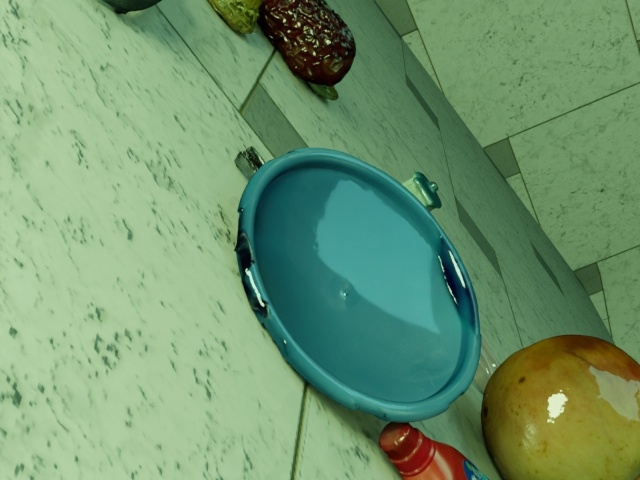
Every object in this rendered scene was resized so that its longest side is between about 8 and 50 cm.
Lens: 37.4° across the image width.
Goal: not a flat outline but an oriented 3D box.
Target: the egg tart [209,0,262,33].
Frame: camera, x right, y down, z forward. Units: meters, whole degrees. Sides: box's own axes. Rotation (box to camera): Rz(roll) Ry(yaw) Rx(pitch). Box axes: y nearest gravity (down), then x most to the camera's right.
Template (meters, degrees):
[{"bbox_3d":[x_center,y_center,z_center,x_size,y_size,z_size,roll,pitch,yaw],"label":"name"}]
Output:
[{"bbox_3d":[-0.106,-0.303,1.116,0.130,0.052,0.130,53,17,-23],"label":"egg tart"}]

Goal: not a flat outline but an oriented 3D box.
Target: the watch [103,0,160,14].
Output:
[{"bbox_3d":[-0.194,-0.291,0.799,0.206,0.068,0.193,58,15,1],"label":"watch"}]

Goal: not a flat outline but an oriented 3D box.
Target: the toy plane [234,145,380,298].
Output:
[{"bbox_3d":[0.001,0.000,0.830,0.197,0.053,0.078,59,28,10],"label":"toy plane"}]

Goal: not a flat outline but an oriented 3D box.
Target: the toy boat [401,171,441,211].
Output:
[{"bbox_3d":[0.096,-0.022,1.064,0.088,0.102,0.215,63,16,15],"label":"toy boat"}]

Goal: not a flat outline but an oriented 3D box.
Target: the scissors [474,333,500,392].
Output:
[{"bbox_3d":[0.163,0.081,1.187,0.242,0.030,0.118,61,15,9],"label":"scissors"}]

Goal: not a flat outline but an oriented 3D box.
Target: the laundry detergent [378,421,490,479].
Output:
[{"bbox_3d":[0.102,0.202,0.732,0.165,0.049,0.097,46,22,-24],"label":"laundry detergent"}]

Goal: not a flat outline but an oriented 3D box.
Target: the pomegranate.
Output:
[{"bbox_3d":[0.258,0.192,0.983,0.191,0.191,0.191,50,16,-21],"label":"pomegranate"}]

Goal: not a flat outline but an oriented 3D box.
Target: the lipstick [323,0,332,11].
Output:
[{"bbox_3d":[-0.093,-0.425,1.373,0.317,0.066,0.068,48,16,-26],"label":"lipstick"}]

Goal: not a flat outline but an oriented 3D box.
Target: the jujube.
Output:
[{"bbox_3d":[-0.025,-0.277,1.246,0.166,0.104,0.104,41,17,-6],"label":"jujube"}]

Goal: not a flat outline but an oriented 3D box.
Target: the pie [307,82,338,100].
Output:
[{"bbox_3d":[-0.006,-0.227,1.325,0.084,0.020,0.084,48,17,-20],"label":"pie"}]

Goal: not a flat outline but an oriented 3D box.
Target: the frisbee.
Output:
[{"bbox_3d":[0.029,0.035,0.756,0.242,0.045,0.242,23,49,-29],"label":"frisbee"}]
